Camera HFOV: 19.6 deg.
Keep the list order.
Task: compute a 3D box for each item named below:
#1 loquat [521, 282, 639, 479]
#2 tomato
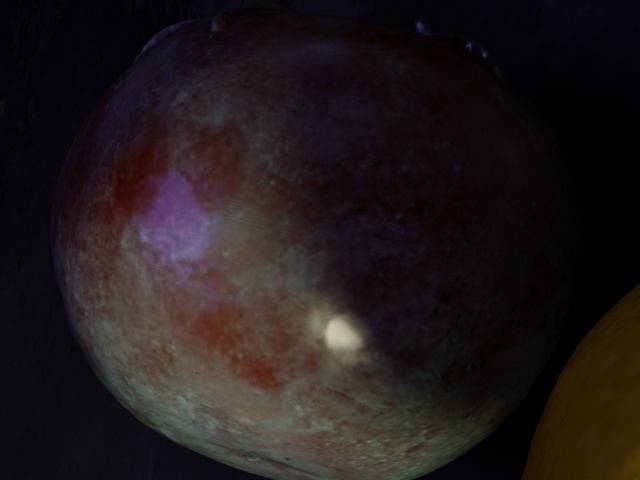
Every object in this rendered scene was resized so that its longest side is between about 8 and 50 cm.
[{"bbox_3d":[0.232,0.150,0.743,0.359,0.328,0.328,99,166,-75],"label":"loquat"},{"bbox_3d":[0.000,0.000,1.116,0.317,0.317,0.282,-13,60,57],"label":"tomato"}]
